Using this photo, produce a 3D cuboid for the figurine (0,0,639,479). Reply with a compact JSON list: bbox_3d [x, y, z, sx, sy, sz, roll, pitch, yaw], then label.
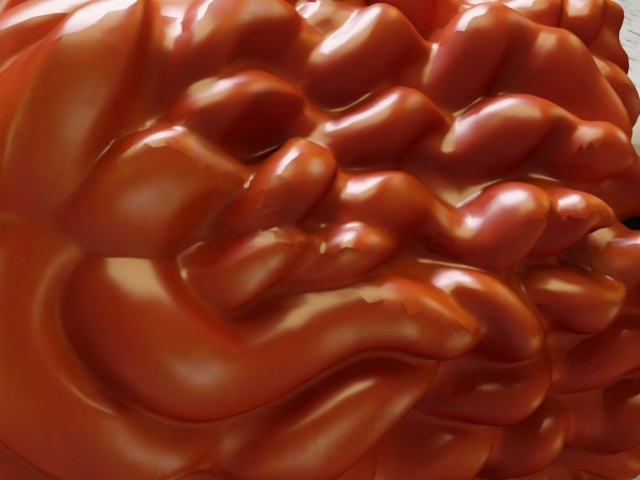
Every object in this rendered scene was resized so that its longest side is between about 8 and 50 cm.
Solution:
[{"bbox_3d":[-0.003,-0.003,0.613,0.306,0.241,0.412,17,13,5],"label":"figurine"}]
